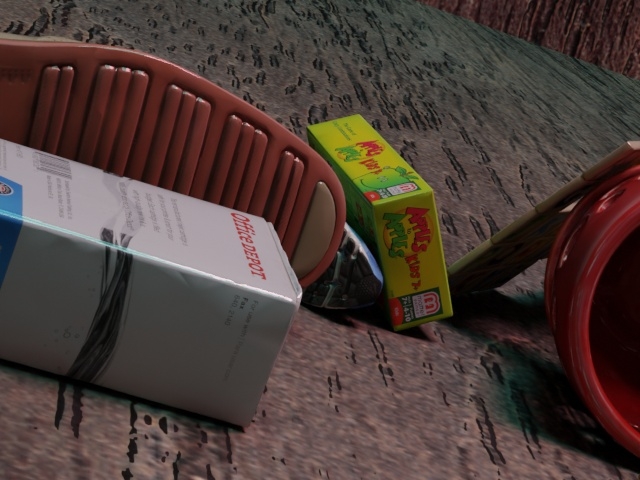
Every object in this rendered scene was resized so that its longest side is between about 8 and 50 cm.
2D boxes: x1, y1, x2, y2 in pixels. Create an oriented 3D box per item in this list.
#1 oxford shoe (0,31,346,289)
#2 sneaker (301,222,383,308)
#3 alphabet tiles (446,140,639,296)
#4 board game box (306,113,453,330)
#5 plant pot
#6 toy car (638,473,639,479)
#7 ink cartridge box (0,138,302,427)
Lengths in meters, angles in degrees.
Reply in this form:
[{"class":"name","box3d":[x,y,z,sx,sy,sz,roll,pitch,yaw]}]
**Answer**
[{"class":"oxford shoe","box3d":[-0.176,-0.066,1.158,0.397,0.140,0.146,18,7,-19]},{"class":"sneaker","box3d":[0.000,0.000,1.311,0.073,0.063,0.162,15,15,-37]},{"class":"alphabet tiles","box3d":[0.187,-0.016,1.413,0.009,0.198,0.237,60,27,13]},{"class":"board game box","box3d":[0.038,-0.016,1.346,0.043,0.092,0.181,-15,22,-9]},{"class":"plant pot","box3d":[0.234,0.040,1.248,0.191,0.191,0.174,19,6,-9]},{"class":"toy car","box3d":[0.279,0.178,1.048,0.239,0.053,0.225,24,14,12]},{"class":"ink cartridge box","box3d":[-0.120,0.015,1.030,0.191,0.082,0.139,19,14,-15]}]
